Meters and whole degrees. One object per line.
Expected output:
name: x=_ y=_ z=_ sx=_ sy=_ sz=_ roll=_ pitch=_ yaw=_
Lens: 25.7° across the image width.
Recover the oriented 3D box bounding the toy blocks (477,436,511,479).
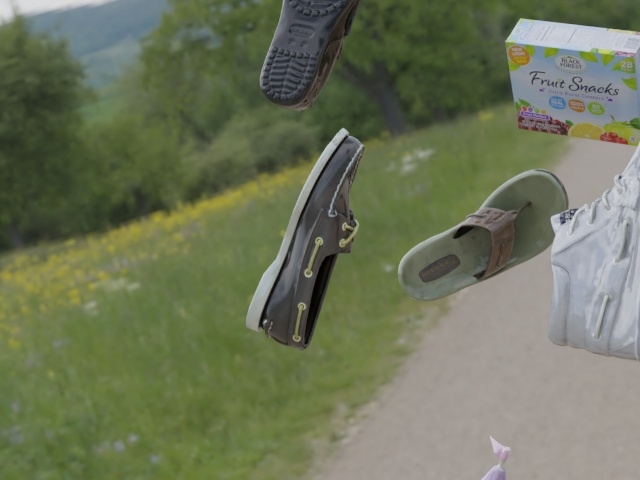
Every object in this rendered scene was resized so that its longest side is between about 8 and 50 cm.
toy blocks: x=0.267 y=0.443 z=1.816 sx=0.309 sy=0.260 sz=0.288 roll=-9 pitch=36 yaw=-43

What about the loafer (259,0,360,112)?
loafer: x=-0.006 y=-0.241 z=1.577 sx=0.080 sy=0.220 sz=0.078 roll=22 pitch=-13 yaw=16

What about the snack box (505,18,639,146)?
snack box: x=0.398 y=-0.242 z=2.145 sx=0.207 sy=0.175 sz=0.070 roll=11 pitch=48 yaw=27

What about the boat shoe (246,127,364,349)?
boat shoe: x=0.000 y=0.000 z=1.407 sx=0.068 sy=0.228 sz=0.081 roll=27 pitch=16 yaw=10

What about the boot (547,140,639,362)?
boot: x=0.265 y=-0.023 z=1.255 sx=0.123 sy=0.258 sz=0.095 roll=7 pitch=-3 yaw=26

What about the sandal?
sandal: x=0.250 y=0.007 z=2.142 sx=0.302 sy=0.120 sz=0.086 roll=-36 pitch=-3 yaw=18
